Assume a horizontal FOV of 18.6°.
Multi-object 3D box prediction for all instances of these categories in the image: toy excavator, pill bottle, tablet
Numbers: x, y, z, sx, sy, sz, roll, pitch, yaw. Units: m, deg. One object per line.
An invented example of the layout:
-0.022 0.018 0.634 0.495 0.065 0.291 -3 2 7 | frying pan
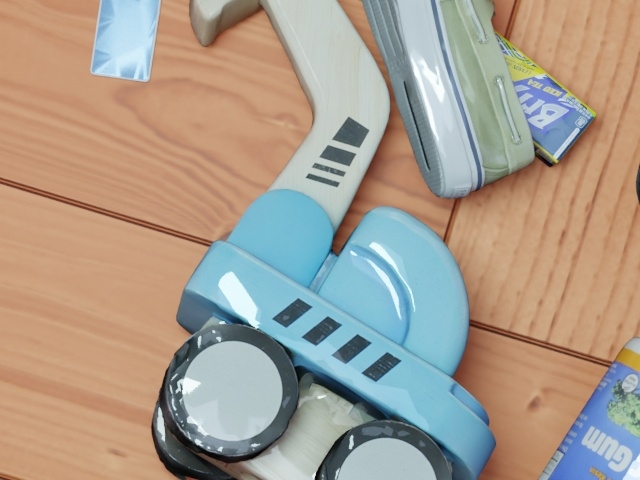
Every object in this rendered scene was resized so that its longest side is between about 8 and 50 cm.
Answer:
0.000 0.000 1.658 0.433 0.222 0.445 32 74 1 | toy excavator
0.256 0.231 1.653 0.152 0.152 0.272 33 87 1 | pill bottle
-0.173 -0.185 1.742 0.054 0.006 0.083 8 88 0 | tablet

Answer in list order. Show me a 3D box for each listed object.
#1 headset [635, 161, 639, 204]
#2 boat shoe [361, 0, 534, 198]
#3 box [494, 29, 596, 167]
0.435 0.018 1.621 0.394 0.243 0.185 30 60 -22 | headset
0.099 -0.188 1.652 0.094 0.109 0.302 -17 97 -15 | boat shoe
0.159 -0.140 1.717 0.169 0.054 0.059 39 88 1 | box
